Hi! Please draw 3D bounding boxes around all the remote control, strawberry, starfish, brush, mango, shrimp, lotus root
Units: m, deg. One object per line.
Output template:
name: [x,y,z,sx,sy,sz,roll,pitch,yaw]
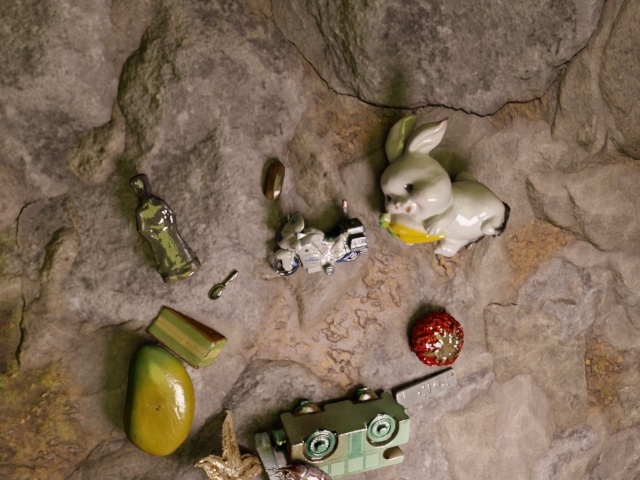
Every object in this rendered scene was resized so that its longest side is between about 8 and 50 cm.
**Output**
remote control: [0.269,0.378,1.218,0.184,0.027,0.050,-15,104,-21]
strawberry: [0.294,0.246,1.174,0.145,0.086,0.145,-3,99,-17]
starfish: [-0.171,0.517,0.987,0.048,0.295,0.231,-28,125,19]
brush: [-0.206,0.096,1.018,0.083,0.008,0.024,-45,106,-8]
mango: [-0.322,0.324,0.962,0.137,0.091,0.238,7,104,-19]
shrimp: [-0.044,0.492,0.982,0.165,0.057,0.065,23,108,-18]
lotus root: [-0.098,-0.127,1.011,0.037,0.030,0.083,10,94,-19]

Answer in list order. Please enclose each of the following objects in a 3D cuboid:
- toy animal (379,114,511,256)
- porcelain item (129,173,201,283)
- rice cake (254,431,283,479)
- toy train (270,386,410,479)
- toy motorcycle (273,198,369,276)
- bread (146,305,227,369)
toy animal: [0.256,-0.108,1.064,0.310,0.183,0.247,32,82,-15]
porcelain item: [-0.317,-0.025,0.929,0.081,0.069,0.216,-26,107,-10]
rice cake: [-0.108,0.532,1.087,0.034,0.043,0.211,-18,110,-11]
toy train: [0.047,0.453,1.098,0.326,0.129,0.160,-5,106,-19]
toy motorcycle: [0.000,0.000,1.034,0.221,0.102,0.150,-12,123,-14]
bread: [-0.281,0.203,1.007,0.139,0.084,0.074,31,87,10]
